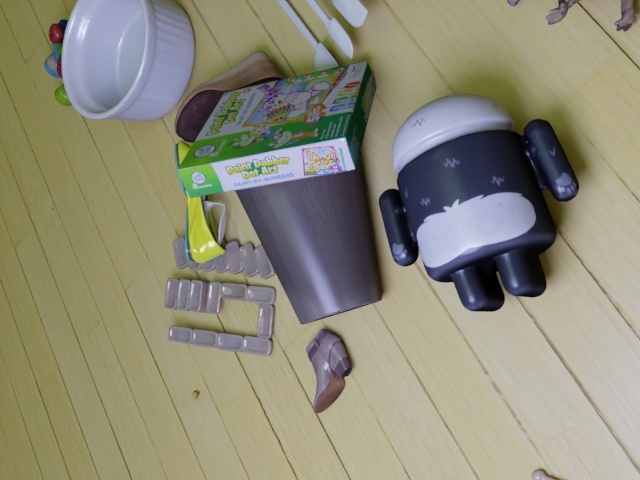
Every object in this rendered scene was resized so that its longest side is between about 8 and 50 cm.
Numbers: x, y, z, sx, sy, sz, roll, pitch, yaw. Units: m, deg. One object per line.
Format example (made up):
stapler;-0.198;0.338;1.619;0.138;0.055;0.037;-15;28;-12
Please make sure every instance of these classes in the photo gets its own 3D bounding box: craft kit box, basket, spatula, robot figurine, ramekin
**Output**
craft kit box;-0.055;-0.166;1.098;0.247;0.249;0.060;-11;123;19
basket;0.000;0.000;1.128;0.154;0.205;0.226;140;113;-74
spatula;-0.010;-0.371;1.204;0.242;0.019;0.168;56;152;27
robot figurine;0.196;-0.050;0.963;0.173;0.209;0.278;110;145;-71
ramekin;-0.371;-0.364;1.467;0.277;0.135;0.277;-2;87;40

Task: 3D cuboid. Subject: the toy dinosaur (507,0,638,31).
toy dinosaur;0.338;-0.368;0.896;0.296;0.127;0.200;-29;63;29

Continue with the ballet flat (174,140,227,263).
ballet flat;-0.209;-0.073;1.346;0.077;0.077;0.230;-10;77;9

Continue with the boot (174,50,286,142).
boot;-0.146;-0.185;1.298;0.248;0.090;0.206;-33;65;30

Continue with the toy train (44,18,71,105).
toy train;-0.532;-0.337;1.627;0.143;0.105;0.247;-35;66;44

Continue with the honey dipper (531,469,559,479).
honey dipper;0.334;0.315;0.920;0.161;0.031;0.030;11;95;44

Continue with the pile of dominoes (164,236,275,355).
pile of dominoes;-0.174;0.097;1.357;0.251;0.040;0.195;3;86;32

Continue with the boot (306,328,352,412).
boot;0.004;0.203;1.193;0.087;0.042;0.118;49;116;37
